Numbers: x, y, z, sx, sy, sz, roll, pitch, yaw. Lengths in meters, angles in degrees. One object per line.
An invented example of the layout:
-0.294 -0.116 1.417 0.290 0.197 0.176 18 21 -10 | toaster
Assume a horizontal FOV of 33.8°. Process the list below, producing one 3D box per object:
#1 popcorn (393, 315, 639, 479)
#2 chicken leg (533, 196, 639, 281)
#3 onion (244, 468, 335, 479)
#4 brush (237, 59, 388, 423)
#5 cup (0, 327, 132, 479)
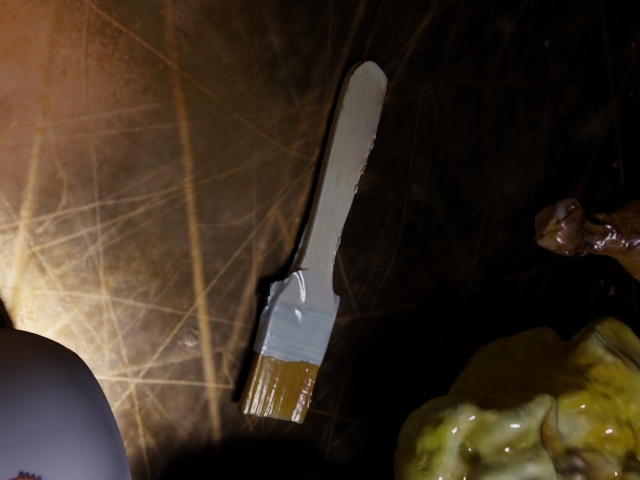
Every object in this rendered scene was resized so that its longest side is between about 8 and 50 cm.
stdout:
0.203 0.238 1.018 0.292 0.293 0.334 50 30 1 | popcorn
0.334 -0.007 1.145 0.251 0.087 0.107 5 78 -28 | chicken leg
-0.035 0.325 0.915 0.252 0.219 0.252 13 58 -22 | onion
0.000 0.000 0.953 0.085 0.020 0.337 16 92 -35 | brush
-0.296 0.183 0.684 0.317 0.212 0.212 -17 111 -31 | cup
